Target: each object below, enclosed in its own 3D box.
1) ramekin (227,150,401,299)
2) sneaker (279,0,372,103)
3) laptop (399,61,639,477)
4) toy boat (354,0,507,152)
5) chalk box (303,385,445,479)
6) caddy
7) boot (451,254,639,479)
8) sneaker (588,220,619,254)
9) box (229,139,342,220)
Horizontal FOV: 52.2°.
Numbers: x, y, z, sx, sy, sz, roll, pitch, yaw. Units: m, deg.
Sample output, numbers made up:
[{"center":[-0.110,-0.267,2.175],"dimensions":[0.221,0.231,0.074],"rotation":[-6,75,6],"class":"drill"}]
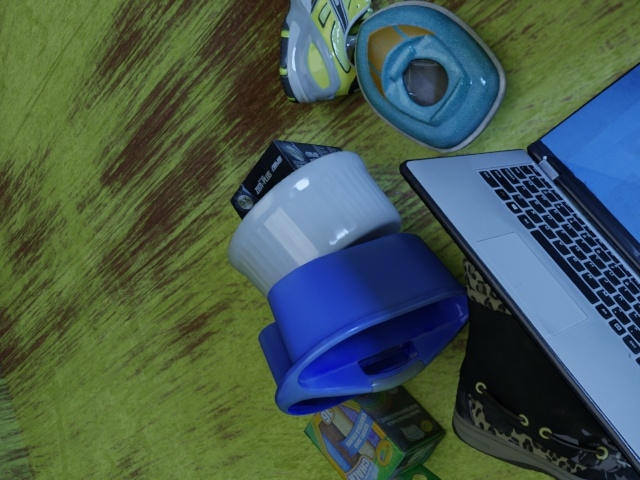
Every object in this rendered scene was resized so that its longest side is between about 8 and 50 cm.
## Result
[{"center":[0.000,0.000,1.062],"dimensions":[0.135,0.277,0.277],"rotation":[50,121,17],"class":"ramekin"},{"center":[0.019,-0.427,1.127],"dimensions":[0.147,0.145,0.385],"rotation":[3,93,10],"class":"sneaker"},{"center":[0.373,-0.033,0.683],"dimensions":[0.382,0.408,0.236],"rotation":[55,133,24],"class":"laptop"},{"center":[0.177,-0.306,0.962],"dimensions":[0.267,0.148,0.318],"rotation":[41,115,23],"class":"toy boat"},{"center":[0.104,0.334,1.078],"dimensions":[0.213,0.132,0.132],"rotation":[45,119,30],"class":"chalk box"},{"center":[0.072,0.139,0.970],"dimensions":[0.179,0.341,0.241],"rotation":[57,150,31],"class":"caddy"},{"center":[0.341,0.165,0.833],"dimensions":[0.377,0.138,0.284],"rotation":[9,111,40],"class":"boot"},{"center":[0.332,0.059,0.916],"dimensions":[0.192,0.064,0.086],"rotation":[-46,63,31],"class":"sneaker"},{"center":[-0.042,-0.091,1.142],"dimensions":[0.147,0.180,0.077],"rotation":[-49,63,30],"class":"box"}]
